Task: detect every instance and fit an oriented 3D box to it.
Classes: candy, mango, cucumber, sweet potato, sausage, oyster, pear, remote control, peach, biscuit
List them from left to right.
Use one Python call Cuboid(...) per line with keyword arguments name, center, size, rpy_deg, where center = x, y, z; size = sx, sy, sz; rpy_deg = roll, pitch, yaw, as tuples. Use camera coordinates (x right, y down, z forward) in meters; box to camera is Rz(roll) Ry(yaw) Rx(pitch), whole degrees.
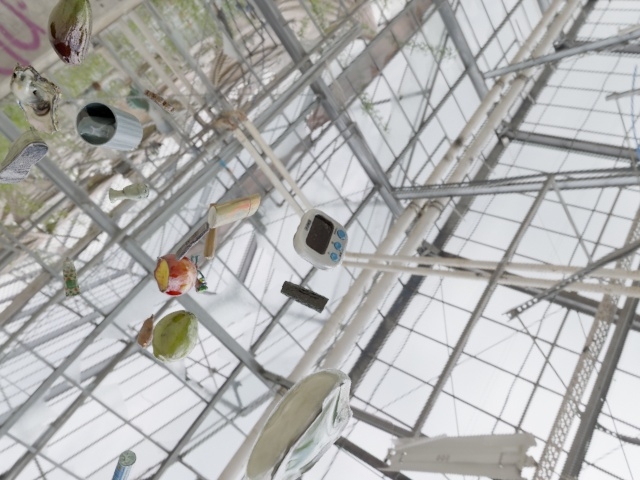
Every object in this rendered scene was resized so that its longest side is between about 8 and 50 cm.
Cuboid(name="oyster", center=(-0.933, -0.469, 1.593), size=(0.214, 0.222, 0.083), rpy_deg=(17, -151, 28))
Cuboid(name="mango", center=(-0.798, -0.672, 1.529), size=(0.267, 0.133, 0.111), rpy_deg=(-49, 180, 44))
Cuboid(name="sweet potato", center=(-0.638, 0.329, 1.771), size=(0.056, 0.056, 0.195), rpy_deg=(-32, -149, 10))
Cuboid(name="biscuit", center=(-0.577, -0.503, 1.740), size=(0.026, 0.124, 0.175), rpy_deg=(-55, -146, -1))
Cuboid(name="peach", center=(-0.670, 0.154, 2.183), size=(0.196, 0.226, 0.190), rpy_deg=(12, -108, 15))
Cuboid(name="pear", center=(-0.693, 0.457, 2.295), size=(0.269, 0.212, 0.212), rpy_deg=(-59, -152, 3))
Cuboid(name="remote control", center=(-0.517, 0.005, 1.938), size=(0.212, 0.028, 0.059), rpy_deg=(-41, -143, 23))
Cuboid(name="sausage", center=(-0.567, -0.050, 2.515), size=(0.066, 0.066, 0.301), rpy_deg=(-7, -107, 45))
Cuboid(name="candy", center=(-0.073, 0.591, 1.504), size=(0.186, 0.386, 0.427), rpy_deg=(31, -119, 25))
Cuboid(name="cucumber", center=(-0.069, 0.231, 2.063), size=(0.078, 0.211, 0.062), rpy_deg=(-55, 169, -45))

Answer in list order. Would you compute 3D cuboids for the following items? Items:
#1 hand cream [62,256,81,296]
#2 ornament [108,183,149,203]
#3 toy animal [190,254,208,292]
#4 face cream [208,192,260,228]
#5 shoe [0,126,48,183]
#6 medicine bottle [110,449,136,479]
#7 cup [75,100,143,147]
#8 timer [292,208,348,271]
Cuboid(name="hand cream", center=(-1.021, 0.147, 1.963), size=(0.057, 0.165, 0.037), rpy_deg=(-8, -173, -18))
Cuboid(name="ornament", center=(-0.798, -0.200, 2.013), size=(0.156, 0.081, 0.074), rpy_deg=(-7, -123, -3))
Cuboid(name="toy animal", center=(-0.663, 0.178, 2.599), size=(0.103, 0.208, 0.100), rpy_deg=(-22, 169, 41))
Cuboid(name="face cream", center=(-0.433, -0.153, 2.436), size=(0.285, 0.067, 0.139), rpy_deg=(-24, 148, -42))
Cuboid(name="shoe", center=(-1.116, -0.307, 1.782), size=(0.275, 0.103, 0.098), rpy_deg=(-34, -110, 19))
Cuboid(name="medicine bottle", center=(-0.593, 0.699, 1.431), size=(0.051, 0.051, 0.191), rpy_deg=(-91, -154, -58))
Cuboid(name="cup", center=(-1.016, -0.548, 2.349), size=(0.205, 0.205, 0.312), rpy_deg=(-34, -178, 7))
Cuboid(name="timer", center=(0.000, 0.000, 2.080), size=(0.087, 0.237, 0.262), rpy_deg=(-42, -160, 45))
